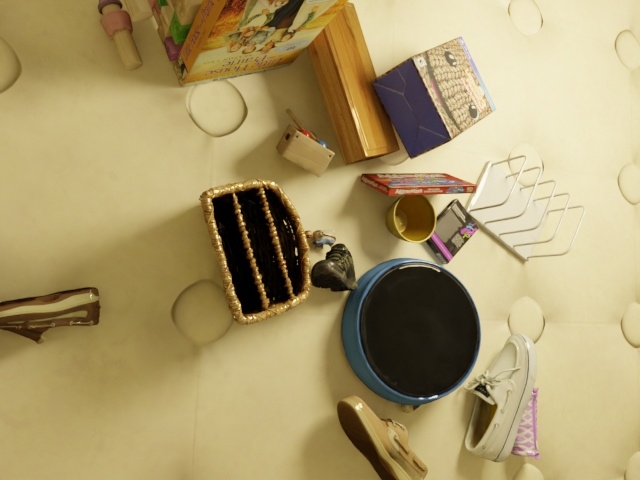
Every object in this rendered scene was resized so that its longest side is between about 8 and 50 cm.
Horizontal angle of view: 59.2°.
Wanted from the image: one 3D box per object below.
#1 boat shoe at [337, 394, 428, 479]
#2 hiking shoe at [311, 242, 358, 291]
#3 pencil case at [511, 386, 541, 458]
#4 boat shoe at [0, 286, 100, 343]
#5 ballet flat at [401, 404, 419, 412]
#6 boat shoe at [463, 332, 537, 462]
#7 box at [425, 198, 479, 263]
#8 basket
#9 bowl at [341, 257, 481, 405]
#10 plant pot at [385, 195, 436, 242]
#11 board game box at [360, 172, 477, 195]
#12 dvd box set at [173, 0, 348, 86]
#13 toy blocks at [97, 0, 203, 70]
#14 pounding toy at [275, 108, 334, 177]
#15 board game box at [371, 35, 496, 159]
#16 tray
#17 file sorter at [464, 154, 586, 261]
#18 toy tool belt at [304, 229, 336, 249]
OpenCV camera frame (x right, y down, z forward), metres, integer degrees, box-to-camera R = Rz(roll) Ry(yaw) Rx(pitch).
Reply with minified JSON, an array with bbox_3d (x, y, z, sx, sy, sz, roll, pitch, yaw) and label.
[{"bbox_3d":[0.160,0.505,1.431,0.110,0.122,0.341,-43,113,-27],"label":"boat shoe"},{"bbox_3d":[0.030,0.060,1.381,0.086,0.227,0.114,-8,75,15],"label":"hiking shoe"},{"bbox_3d":[0.595,0.528,1.643,0.087,0.088,0.205,1,84,-27],"label":"pencil case"},{"bbox_3d":[-0.573,0.162,1.127,0.258,0.095,0.095,-10,95,-26],"label":"boat shoe"},{"bbox_3d":[0.283,0.403,1.528,0.173,0.049,0.057,-36,102,-24],"label":"ballet flat"},{"bbox_3d":[0.482,0.426,1.587,0.157,0.136,0.366,20,86,-19],"label":"boat shoe"},{"bbox_3d":[0.375,-0.027,1.626,0.162,0.029,0.116,-44,104,-21],"label":"box"},{"bbox_3d":[-0.129,0.016,1.255,0.214,0.223,0.298,-15,91,-11],"label":"basket"},{"bbox_3d":[0.249,0.234,1.486,0.392,0.077,0.390,4,77,-19],"label":"bowl"},{"bbox_3d":[0.229,-0.057,1.522,0.134,0.095,0.134,3,84,-26],"label":"plant pot"},{"bbox_3d":[0.266,-0.154,1.525,0.282,0.145,0.027,-4,110,-26],"label":"board game box"},{"bbox_3d":[-0.128,-0.460,1.214,0.308,0.420,0.062,-20,91,-26],"label":"dvd box set"},{"bbox_3d":[-0.322,-0.564,1.212,0.309,0.289,0.259,-22,90,-24],"label":"toy blocks"},{"bbox_3d":[-0.043,-0.244,1.401,0.130,0.141,0.100,28,102,-21],"label":"pounding toy"},{"bbox_3d":[0.313,-0.389,1.523,0.291,0.141,0.231,-36,101,-43],"label":"board game box"},{"bbox_3d":[0.076,-0.410,1.448,0.203,0.076,0.410,-23,95,-56],"label":"tray"},{"bbox_3d":[0.607,-0.096,1.663,0.278,0.173,0.192,35,71,-18],"label":"file sorter"},{"bbox_3d":[0.000,0.000,1.434,0.084,0.052,0.051,-1,77,-25],"label":"toy tool belt"}]
